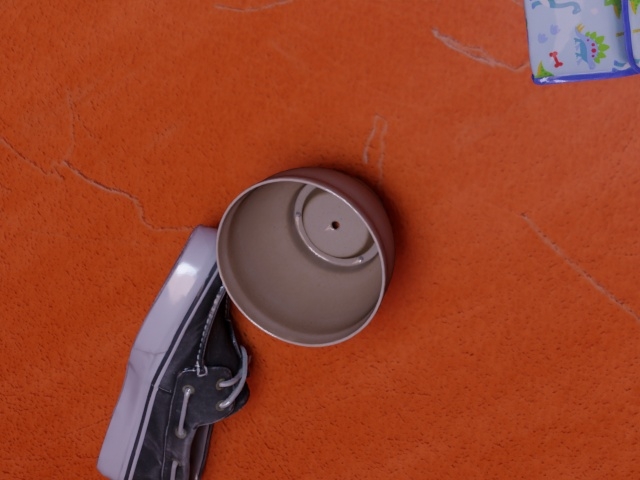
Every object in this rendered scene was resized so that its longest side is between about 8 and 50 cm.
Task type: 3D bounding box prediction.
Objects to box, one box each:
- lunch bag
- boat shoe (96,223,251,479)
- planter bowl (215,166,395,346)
[{"bbox_3d":[0.240,-0.200,1.457,0.151,0.096,0.129,-4,109,10],"label":"lunch bag"},{"bbox_3d":[-0.121,0.125,1.756,0.119,0.121,0.335,24,131,3],"label":"boat shoe"},{"bbox_3d":[0.000,0.000,1.636,0.162,0.109,0.162,9,117,19],"label":"planter bowl"}]
